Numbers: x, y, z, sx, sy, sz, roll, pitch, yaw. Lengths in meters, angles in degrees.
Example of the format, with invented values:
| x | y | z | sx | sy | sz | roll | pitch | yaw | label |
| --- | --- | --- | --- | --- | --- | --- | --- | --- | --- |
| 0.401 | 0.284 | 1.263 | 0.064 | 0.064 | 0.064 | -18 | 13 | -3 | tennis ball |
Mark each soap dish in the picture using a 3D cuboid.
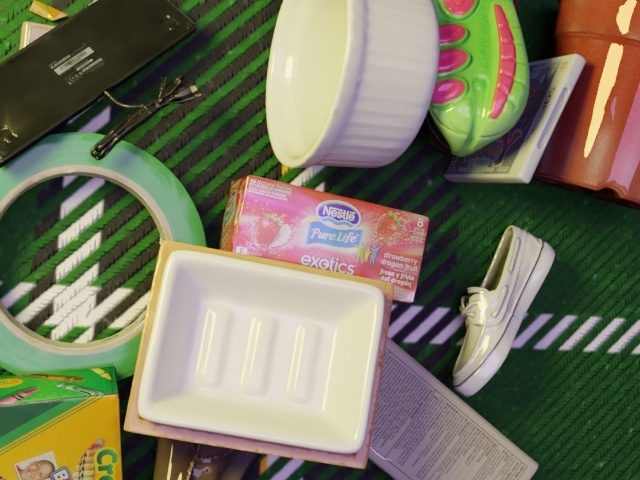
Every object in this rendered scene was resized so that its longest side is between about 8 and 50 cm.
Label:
| x | y | z | sx | sy | sz | roll | pitch | yaw | label |
| --- | --- | --- | --- | --- | --- | --- | --- | --- | --- |
| -0.072 | 0.140 | 1.176 | 0.291 | 0.118 | 0.229 | 11 | 77 | -7 | soap dish |

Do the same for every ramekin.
| x | y | z | sx | sy | sz | roll | pitch | yaw | label |
| --- | --- | --- | --- | --- | --- | --- | --- | --- | --- |
| 0.038 | -0.223 | 1.238 | 0.135 | 0.277 | 0.277 | 5 | 89 | -22 | ramekin |

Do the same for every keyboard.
| x | y | z | sx | sy | sz | roll | pitch | yaw | label |
| --- | --- | --- | --- | --- | --- | --- | --- | --- | --- |
| -0.283 | -0.194 | 1.217 | 0.201 | 0.033 | 0.317 | 43 | 67 | 15 | keyboard |

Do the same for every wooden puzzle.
| x | y | z | sx | sy | sz | roll | pitch | yaw | label |
| --- | --- | --- | --- | --- | --- | --- | --- | --- | --- |
| -0.354 | -0.248 | 1.260 | 0.078 | 0.014 | 0.116 | 13 | 86 | -10 | wooden puzzle |

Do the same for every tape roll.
| x | y | z | sx | sy | sz | roll | pitch | yaw | label |
| --- | --- | --- | --- | --- | --- | --- | --- | --- | --- |
| -0.309 | 0.025 | 1.240 | 0.321 | 0.077 | 0.321 | 0 | 90 | -16 | tape roll |

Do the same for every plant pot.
| x | y | z | sx | sy | sz | roll | pitch | yaw | label |
| --- | --- | --- | --- | --- | --- | --- | --- | --- | --- |
| 0.425 | -0.189 | 1.358 | 0.272 | 0.272 | 0.265 | 15 | 95 | -15 | plant pot |

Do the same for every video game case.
| x | y | z | sx | sy | sz | roll | pitch | yaw | label |
| --- | --- | --- | --- | --- | --- | --- | --- | --- | --- |
| 0.260 | -0.163 | 1.329 | 0.023 | 0.201 | 0.183 | 29 | 83 | -20 | video game case |

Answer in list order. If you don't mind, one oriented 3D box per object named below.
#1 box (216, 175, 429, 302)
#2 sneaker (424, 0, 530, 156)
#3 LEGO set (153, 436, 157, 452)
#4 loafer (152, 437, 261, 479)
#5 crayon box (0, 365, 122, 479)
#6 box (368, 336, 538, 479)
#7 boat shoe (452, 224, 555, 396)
| x | y | z | sx | sy | sz | roll | pitch | yaw | label |
| --- | --- | --- | --- | --- | --- | --- | --- | --- | --- |
| 0.000 | 0.000 | 1.297 | 0.257 | 0.128 | 0.122 | 13 | 87 | -14 | box |
| 0.201 | -0.334 | 1.334 | 0.185 | 0.202 | 0.483 | 13 | 70 | -2 | sneaker |
| -0.198 | 0.280 | 1.303 | 0.054 | 0.023 | 0.083 | 1 | 103 | -13 | LEGO set |
| -0.161 | 0.299 | 1.241 | 0.130 | 0.134 | 0.366 | 30 | 59 | 3 | loafer |
| -0.328 | 0.301 | 1.194 | 0.165 | 0.081 | 0.278 | -4 | 109 | -14 | crayon box |
| 0.130 | 0.264 | 1.336 | 0.311 | 0.121 | 0.148 | 42 | 80 | -12 | box |
| 0.241 | 0.098 | 1.390 | 0.084 | 0.095 | 0.258 | 33 | 71 | -9 | boat shoe |
